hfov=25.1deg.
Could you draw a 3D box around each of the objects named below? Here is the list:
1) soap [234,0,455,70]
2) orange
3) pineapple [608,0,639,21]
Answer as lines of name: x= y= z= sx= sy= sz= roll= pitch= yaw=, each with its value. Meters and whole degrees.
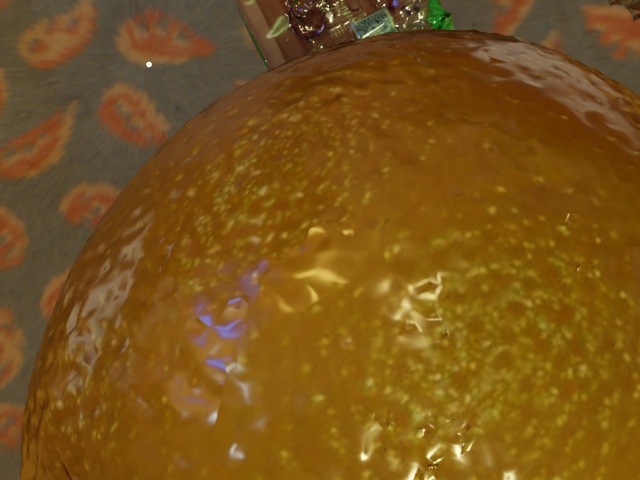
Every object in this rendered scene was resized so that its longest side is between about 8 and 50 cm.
soap: x=-0.007 y=-0.263 z=1.257 sx=0.217 sy=0.098 sz=0.273 roll=-26 pitch=84 yaw=5
orange: x=0.036 y=0.063 z=0.496 sx=0.274 sy=0.274 sz=0.274 roll=-1 pitch=97 yaw=-7
pineapple: x=0.385 y=-0.315 z=1.546 sx=0.193 sy=0.166 sz=0.166 roll=-10 pitch=101 yaw=-47
